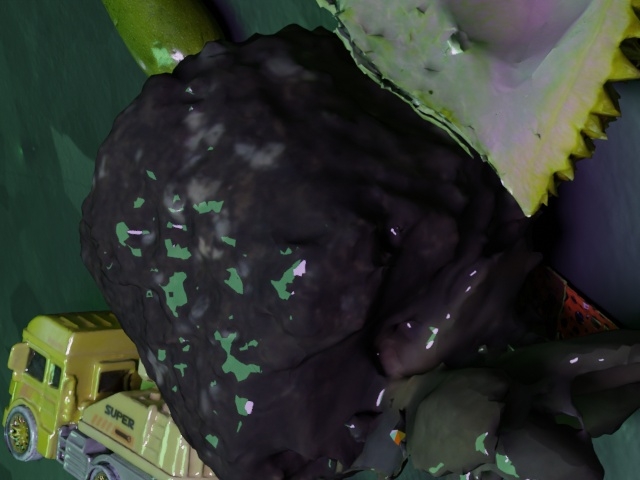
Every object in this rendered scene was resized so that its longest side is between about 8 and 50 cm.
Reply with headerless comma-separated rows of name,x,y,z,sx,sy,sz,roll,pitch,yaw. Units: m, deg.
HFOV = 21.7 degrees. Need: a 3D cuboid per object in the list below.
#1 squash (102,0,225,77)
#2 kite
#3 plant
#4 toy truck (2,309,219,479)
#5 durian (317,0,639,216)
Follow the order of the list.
squash,-0.132,-0.183,1.236,0.201,0.066,0.066,53,143,28
kite,0.111,0.034,1.021,0.222,0.008,0.125,-28,80,58
plant,0.030,0.040,0.912,0.312,0.215,0.213,44,134,21
toy truck,-0.144,0.135,1.355,0.272,0.124,0.157,23,108,48
durian,0.052,-0.155,0.869,0.352,0.169,0.158,43,138,40
